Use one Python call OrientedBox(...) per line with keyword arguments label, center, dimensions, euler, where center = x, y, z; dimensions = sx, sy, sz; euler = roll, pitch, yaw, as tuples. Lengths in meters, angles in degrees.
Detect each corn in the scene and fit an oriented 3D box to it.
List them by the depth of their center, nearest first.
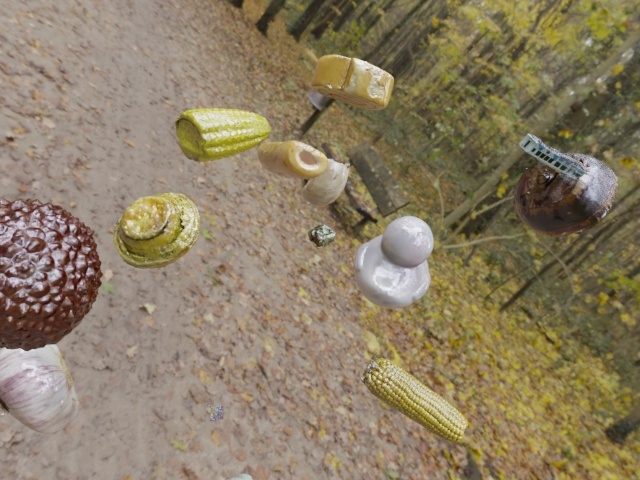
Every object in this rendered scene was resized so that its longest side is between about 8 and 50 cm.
OrientedBox(label="corn", center=(0.252, 0.424, 1.219), dimensions=(0.305, 0.106, 0.106), euler=(32, 19, 8))

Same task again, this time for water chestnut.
OrientedBox(label="water chestnut", center=(0.772, -0.126, 1.423), dimensions=(0.300, 0.300, 0.300), euler=(38, 21, -18))

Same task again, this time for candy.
OrientedBox(label="candy", center=(-0.185, -0.223, 0.929), dimensions=(0.199, 0.094, 0.106), euler=(-21, 69, -40))

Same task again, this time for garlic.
OrientedBox(label="garlic", center=(-0.741, 0.375, 1.108), dimensions=(0.245, 0.253, 0.245), euler=(51, -23, 32))

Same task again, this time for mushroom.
OrientedBox(label="mushroom", center=(-0.012, -0.225, 1.687), dimensions=(0.195, 0.189, 0.253), euler=(11, 7, -16))

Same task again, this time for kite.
OrientedBox(label="kite", center=(-0.275, 0.435, 1.183), dimensions=(0.044, 0.002, 0.078), euler=(-22, 101, -28))

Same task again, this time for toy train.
OrientedBox(label="toy train", center=(0.557, -0.192, 1.078), dimensions=(0.207, 0.047, 0.043), euler=(18, 35, -26))

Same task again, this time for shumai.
OrientedBox(label="shumai", center=(0.000, 0.000, 1.339), dimensions=(0.083, 0.082, 0.080), euler=(15, 42, -1))

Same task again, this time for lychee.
OrientedBox(label="lychee", center=(-0.509, 0.064, 0.747), dimensions=(0.264, 0.264, 0.300), euler=(40, 50, -12))

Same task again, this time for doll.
OrientedBox(label="doll", center=(0.204, 0.049, 1.185), dimensions=(0.221, 0.221, 0.251), euler=(40, 60, -12))

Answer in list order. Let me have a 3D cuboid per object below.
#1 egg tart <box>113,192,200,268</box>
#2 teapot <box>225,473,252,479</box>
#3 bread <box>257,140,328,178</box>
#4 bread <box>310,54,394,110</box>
OrientedBox(label="egg tart", center=(-0.532, -0.048, 1.451), dimensions=(0.294, 0.294, 0.123), euler=(55, -10, 25))
OrientedBox(label="teapot", center=(-0.242, 0.792, 1.382), dimensions=(0.149, 0.220, 0.318), euler=(-4, 22, -20))
OrientedBox(label="bread", center=(-0.093, -0.232, 1.336), dimensions=(0.142, 0.091, 0.305), euler=(17, 2, -26))
OrientedBox(label="bread", center=(0.064, -0.299, 0.854), dimensions=(0.149, 0.073, 0.122), euler=(13, 9, -22))
